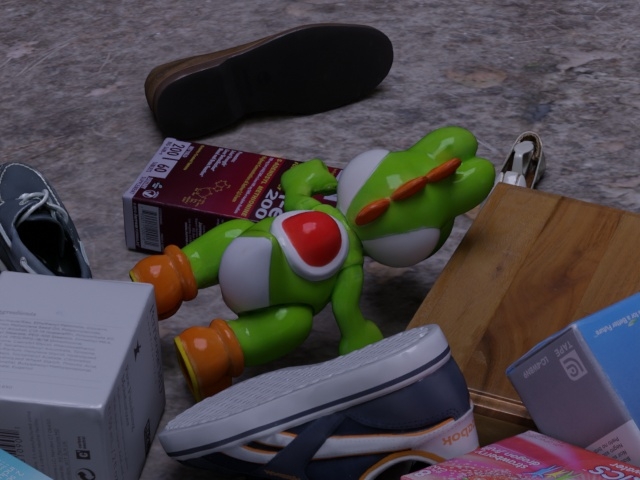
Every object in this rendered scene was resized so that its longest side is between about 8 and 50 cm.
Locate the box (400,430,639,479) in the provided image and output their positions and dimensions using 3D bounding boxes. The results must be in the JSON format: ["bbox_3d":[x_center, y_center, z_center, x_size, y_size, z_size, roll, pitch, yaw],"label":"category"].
[{"bbox_3d":[0.212,0.262,1.413,0.154,0.142,0.300,-14,18,-37],"label":"box"}]

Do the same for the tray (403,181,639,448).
[{"bbox_3d":[0.209,0.078,1.791,0.203,0.076,0.411,13,32,15],"label":"tray"}]

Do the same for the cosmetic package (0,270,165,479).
[{"bbox_3d":[-0.237,0.143,1.685,0.151,0.151,0.184,5,36,9],"label":"cosmetic package"}]

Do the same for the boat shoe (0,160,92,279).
[{"bbox_3d":[-0.278,0.003,1.906,0.116,0.099,0.319,13,31,-27],"label":"boat shoe"}]

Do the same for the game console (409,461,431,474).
[{"bbox_3d":[0.053,0.256,1.611,0.361,0.044,0.213,-30,44,-34],"label":"game console"}]

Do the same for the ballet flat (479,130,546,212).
[{"bbox_3d":[0.212,-0.066,2.061,0.057,0.052,0.168,9,36,14],"label":"ballet flat"}]

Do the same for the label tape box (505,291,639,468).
[{"bbox_3d":[0.348,0.200,1.561,0.249,0.115,0.348,-20,77,-38],"label":"label tape box"}]

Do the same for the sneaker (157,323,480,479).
[{"bbox_3d":[-0.005,0.173,1.600,0.321,0.127,0.126,-19,11,42],"label":"sneaker"}]

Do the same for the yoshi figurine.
[{"bbox_3d":[0.005,0.015,1.829,0.362,0.203,0.203,-29,29,-8],"label":"yoshi figurine"}]

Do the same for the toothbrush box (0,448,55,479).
[{"bbox_3d":[-0.219,0.298,1.407,0.295,0.216,0.126,24,42,32],"label":"toothbrush box"}]

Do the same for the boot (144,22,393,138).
[{"bbox_3d":[-0.065,-0.210,2.239,0.305,0.112,0.115,-14,26,-14],"label":"boot"}]

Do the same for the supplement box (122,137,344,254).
[{"bbox_3d":[-0.078,-0.032,2.003,0.239,0.073,0.130,11,36,14],"label":"supplement box"}]
